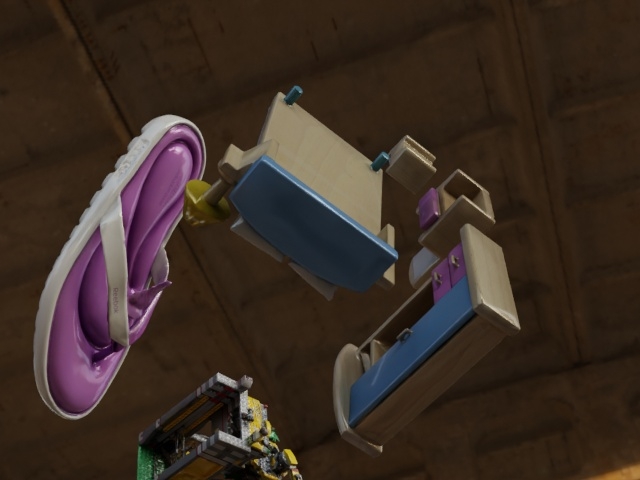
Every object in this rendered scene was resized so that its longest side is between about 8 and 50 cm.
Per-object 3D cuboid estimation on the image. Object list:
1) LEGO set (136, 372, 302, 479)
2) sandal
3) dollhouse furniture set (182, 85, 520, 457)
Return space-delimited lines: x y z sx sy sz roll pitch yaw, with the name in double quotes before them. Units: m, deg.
"LEGO set" -0.087 0.321 1.124 0.255 0.331 0.192 36 -59 -25
"sandal" -0.239 0.028 1.179 0.102 0.416 0.169 12 -14 32
"dollhouse furniture set" 0.000 0.000 0.896 0.303 0.286 0.198 35 -64 -17
